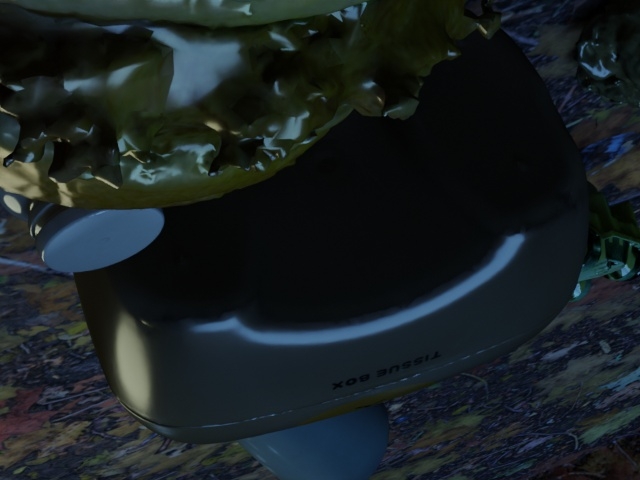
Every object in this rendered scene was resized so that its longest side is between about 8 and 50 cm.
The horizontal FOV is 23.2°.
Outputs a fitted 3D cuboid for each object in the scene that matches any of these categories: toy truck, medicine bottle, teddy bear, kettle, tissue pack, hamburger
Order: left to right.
[{"bbox_3d":[-0.167,-0.081,0.985,0.107,0.191,0.107,-20,158,-9],"label":"medicine bottle"},{"bbox_3d":[-0.070,-0.162,0.788,0.445,0.287,0.268,-15,155,-25],"label":"hamburger"},{"bbox_3d":[-0.059,0.200,1.846,0.211,0.160,0.243,-1,159,24],"label":"kettle"},{"bbox_3d":[0.000,0.000,1.230,0.387,0.267,0.277,-16,154,-13],"label":"tissue pack"},{"bbox_3d":[0.206,0.011,1.665,0.259,0.135,0.128,-28,159,28],"label":"toy truck"},{"bbox_3d":[0.323,-0.179,1.309,0.267,0.156,0.256,-31,155,22],"label":"teddy bear"}]
